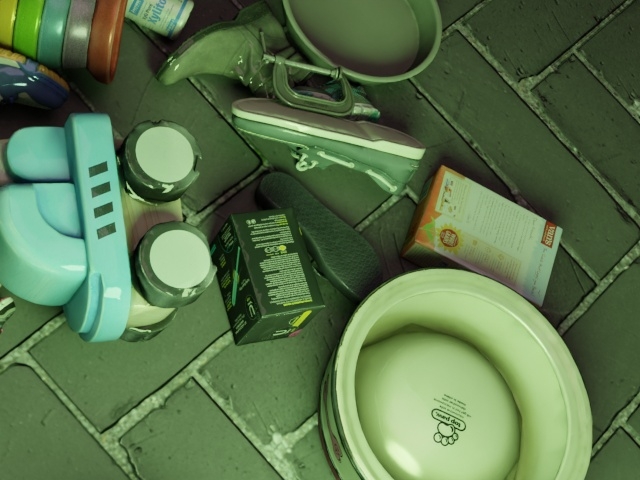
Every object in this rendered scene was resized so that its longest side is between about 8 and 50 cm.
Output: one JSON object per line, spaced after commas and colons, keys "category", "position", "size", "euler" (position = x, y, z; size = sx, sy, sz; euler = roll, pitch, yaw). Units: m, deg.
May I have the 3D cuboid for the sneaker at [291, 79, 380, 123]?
{"category": "sneaker", "position": [0.015, -0.226, 2.078], "size": [0.166, 0.065, 0.076], "euler": [11, 48, -36]}

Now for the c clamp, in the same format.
{"category": "c clamp", "position": [-0.019, -0.255, 2.010], "size": [0.161, 0.022, 0.137], "euler": [15, 51, -21]}

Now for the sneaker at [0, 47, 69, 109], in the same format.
{"category": "sneaker", "position": [-0.508, -0.213, 1.827], "size": [0.296, 0.112, 0.131], "euler": [14, 78, -16]}

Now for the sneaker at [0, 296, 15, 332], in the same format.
{"category": "sneaker", "position": [-0.443, 0.145, 1.690], "size": [0.075, 0.063, 0.170], "euler": [51, 42, -19]}

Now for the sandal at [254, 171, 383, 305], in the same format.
{"category": "sandal", "position": [0.000, -0.001, 1.971], "size": [0.097, 0.054, 0.254], "euler": [-28, 70, -39]}

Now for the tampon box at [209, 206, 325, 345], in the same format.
{"category": "tampon box", "position": [-0.079, 0.052, 1.861], "size": [0.101, 0.120, 0.161], "euler": [-8, 69, -26]}

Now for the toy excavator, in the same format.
{"category": "toy excavator", "position": [-0.397, -0.073, 1.695], "size": [0.445, 0.222, 0.433], "euler": [-3, 73, -26]}

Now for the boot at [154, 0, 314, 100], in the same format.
{"category": "boot", "position": [-0.124, -0.265, 2.026], "size": [0.246, 0.083, 0.161], "euler": [-35, 89, -31]}

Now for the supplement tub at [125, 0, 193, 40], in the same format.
{"category": "supplement tub", "position": [-0.258, -0.364, 2.017], "size": [0.107, 0.071, 0.071], "euler": [24, 58, -11]}

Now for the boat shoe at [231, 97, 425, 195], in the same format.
{"category": "boat shoe", "position": [0.006, -0.141, 2.001], "size": [0.319, 0.099, 0.116], "euler": [11, 22, -22]}

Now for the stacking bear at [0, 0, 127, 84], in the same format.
{"category": "stacking bear", "position": [-0.434, -0.335, 1.873], "size": [0.289, 0.164, 0.175], "euler": [11, 106, -6]}

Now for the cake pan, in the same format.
{"category": "cake pan", "position": [0.063, -0.381, 2.179], "size": [0.293, 0.054, 0.293], "euler": [10, 62, -19]}

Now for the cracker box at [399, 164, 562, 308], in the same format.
{"category": "cracker box", "position": [0.258, 0.003, 2.068], "size": [0.232, 0.067, 0.155], "euler": [27, 58, -9]}

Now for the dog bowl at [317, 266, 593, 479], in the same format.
{"category": "dog bowl", "position": [0.178, 0.251, 1.861], "size": [0.408, 0.150, 0.408], "euler": [10, 62, -20]}
